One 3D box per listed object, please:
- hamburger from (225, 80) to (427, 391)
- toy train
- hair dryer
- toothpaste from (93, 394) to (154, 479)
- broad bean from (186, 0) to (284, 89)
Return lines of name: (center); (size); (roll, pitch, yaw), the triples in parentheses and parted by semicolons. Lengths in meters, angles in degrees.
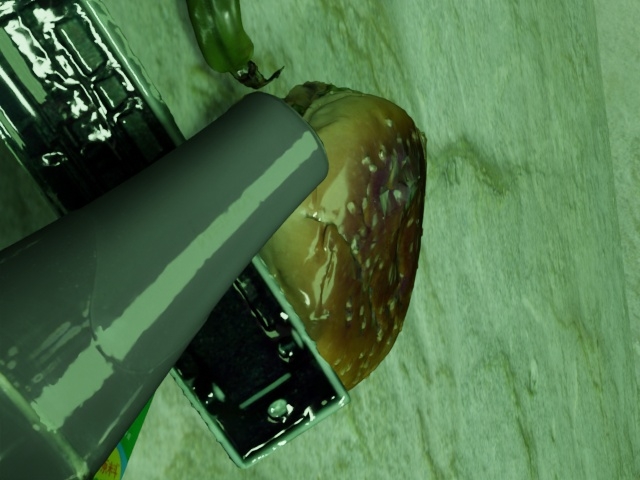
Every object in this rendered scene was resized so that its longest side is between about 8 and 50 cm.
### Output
hamburger: (0.000, 0.000, 0.926); (0.286, 0.146, 0.243); (-60, 148, -50)
toy train: (-0.116, -0.045, 0.676); (0.407, 0.086, 0.088); (60, -4, -29)
hair dryer: (-0.175, -0.050, 0.525); (0.301, 0.121, 0.361); (-45, 121, -21)
toothpaste: (-0.162, 0.163, 0.664); (0.065, 0.050, 0.267); (60, 37, -43)
broad bean: (-0.080, -0.250, 0.851); (0.098, 0.056, 0.318); (-65, 151, -54)
